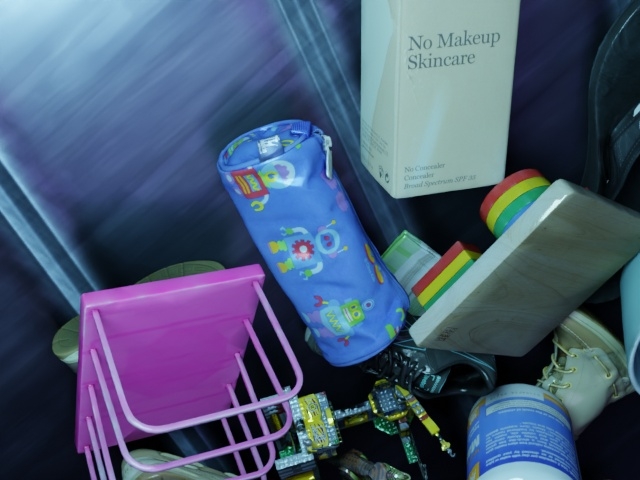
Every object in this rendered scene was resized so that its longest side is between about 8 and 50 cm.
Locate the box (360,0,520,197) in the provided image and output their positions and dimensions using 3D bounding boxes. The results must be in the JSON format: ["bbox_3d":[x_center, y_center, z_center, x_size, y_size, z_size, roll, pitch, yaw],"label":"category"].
[{"bbox_3d":[0.128,-0.218,0.920,0.148,0.121,0.311,-10,119,-13],"label":"box"}]

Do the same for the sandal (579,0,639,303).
[{"bbox_3d":[0.429,-0.102,1.087,0.167,0.107,0.446,-5,119,-15],"label":"sandal"}]

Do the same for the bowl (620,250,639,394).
[{"bbox_3d":[0.524,0.065,1.088,0.311,0.163,0.311,-5,134,-6],"label":"bowl"}]

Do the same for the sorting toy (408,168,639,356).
[{"bbox_3d":[0.253,0.025,1.033,0.257,0.089,0.255,13,126,-47],"label":"sorting toy"}]

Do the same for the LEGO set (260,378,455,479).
[{"bbox_3d":[0.052,0.306,1.054,0.255,0.331,0.192,-8,147,1],"label":"LEGO set"}]

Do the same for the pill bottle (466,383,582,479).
[{"bbox_3d":[0.269,0.325,1.100,0.152,0.272,0.152,4,115,9],"label":"pill bottle"}]

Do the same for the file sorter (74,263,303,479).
[{"bbox_3d":[-0.155,0.203,0.944,0.202,0.182,0.291,-9,139,-26],"label":"file sorter"}]

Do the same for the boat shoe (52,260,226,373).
[{"bbox_3d":[-0.209,0.098,1.007,0.223,0.080,0.073,-25,132,-4],"label":"boat shoe"}]

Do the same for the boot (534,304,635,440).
[{"bbox_3d":[0.352,0.199,1.232,0.203,0.095,0.262,-46,124,10],"label":"boot"}]

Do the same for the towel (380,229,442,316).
[{"bbox_3d":[0.133,0.065,1.128,0.152,0.023,0.113,33,102,-29],"label":"towel"}]

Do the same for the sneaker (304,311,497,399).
[{"bbox_3d":[0.113,0.146,1.100,0.267,0.106,0.101,8,125,-11],"label":"sneaker"}]

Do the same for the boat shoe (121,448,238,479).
[{"bbox_3d":[-0.124,0.381,1.162,0.341,0.110,0.121,38,89,-27],"label":"boat shoe"}]

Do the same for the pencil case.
[{"bbox_3d":[0.000,0.000,0.967,0.133,0.119,0.306,-19,114,21],"label":"pencil case"}]
